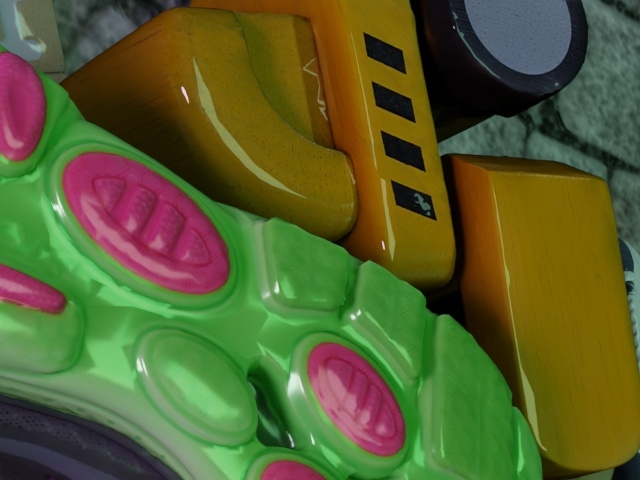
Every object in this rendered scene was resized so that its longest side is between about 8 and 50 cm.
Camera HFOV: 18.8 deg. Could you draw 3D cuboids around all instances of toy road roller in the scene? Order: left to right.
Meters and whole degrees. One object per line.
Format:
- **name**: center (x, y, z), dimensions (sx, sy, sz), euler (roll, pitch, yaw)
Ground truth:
- **toy road roller**: center (0.000, 0.000, 0.981), dimensions (0.240, 0.202, 0.330), euler (-1, 76, -36)

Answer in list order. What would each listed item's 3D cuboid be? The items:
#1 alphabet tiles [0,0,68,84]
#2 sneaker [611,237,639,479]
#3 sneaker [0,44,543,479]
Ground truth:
- **alphabet tiles**: center (-0.246, -0.125, 0.911), dimensions (0.285, 0.011, 0.343), euler (-9, 85, -44)
- **sneaker**: center (0.219, 0.109, 1.227), dimensions (0.153, 0.094, 0.235), euler (-7, 84, -45)
- **sneaker**: center (-0.085, 0.074, 0.849), dimensions (0.483, 0.202, 0.185), euler (40, 57, -15)
